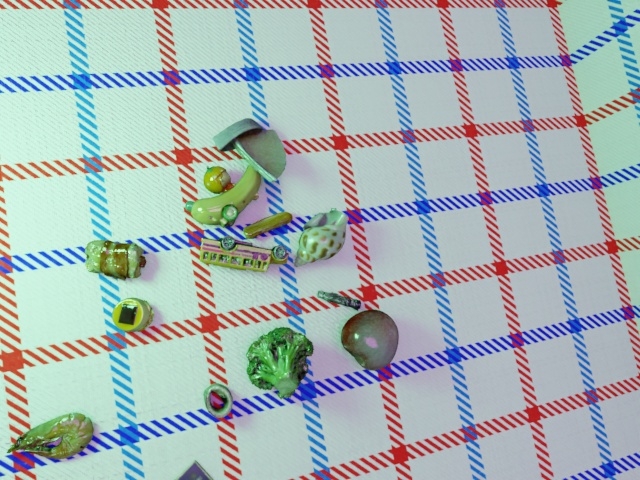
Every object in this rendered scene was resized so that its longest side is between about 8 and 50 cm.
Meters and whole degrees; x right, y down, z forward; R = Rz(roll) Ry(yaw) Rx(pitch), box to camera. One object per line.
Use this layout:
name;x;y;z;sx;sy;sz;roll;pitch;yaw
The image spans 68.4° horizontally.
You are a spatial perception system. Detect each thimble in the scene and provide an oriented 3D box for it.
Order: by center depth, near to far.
thimble;-0.376;0.586;1.731;0.115;0.090;0.102;47;73;-5

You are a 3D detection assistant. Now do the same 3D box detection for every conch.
conch;0.000;0.001;1.897;0.275;0.183;0.149;-27;121;-12

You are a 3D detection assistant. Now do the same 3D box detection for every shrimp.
shrimp;-0.908;0.673;1.590;0.267;0.061;0.145;-11;94;-19

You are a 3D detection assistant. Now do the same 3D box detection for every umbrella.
umbrella;0.079;0.240;1.933;0.188;0.050;0.046;19;55;-12

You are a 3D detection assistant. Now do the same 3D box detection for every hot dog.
hot dog;-0.742;0.066;1.712;0.213;0.103;0.146;13;99;-4
hot dog;-0.213;-0.062;1.900;0.215;0.047;0.066;-25;60;-22

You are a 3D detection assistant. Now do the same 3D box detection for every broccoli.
broccoli;-0.143;0.457;1.755;0.269;0.241;0.261;-36;114;11

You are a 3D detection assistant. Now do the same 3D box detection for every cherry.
cherry;0.208;0.380;1.865;0.239;0.206;0.239;1;77;-3

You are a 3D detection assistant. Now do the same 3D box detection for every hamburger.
hamburger;-0.677;0.269;1.704;0.141;0.081;0.126;-7;81;-4

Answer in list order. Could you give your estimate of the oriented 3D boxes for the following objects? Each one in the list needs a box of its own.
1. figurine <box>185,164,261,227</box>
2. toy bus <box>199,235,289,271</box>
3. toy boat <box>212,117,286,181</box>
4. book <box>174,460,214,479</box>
figurine;-0.372;-0.192;1.844;0.222;0.124;0.324;42;70;-2
toy bus;-0.295;0.054;1.824;0.335;0.121;0.123;11;88;-14
toy boat;-0.256;-0.370;1.882;0.293;0.111;0.276;35;44;-6
book;-0.433;0.989;1.690;0.228;0.018;0.322;-41;93;-16
